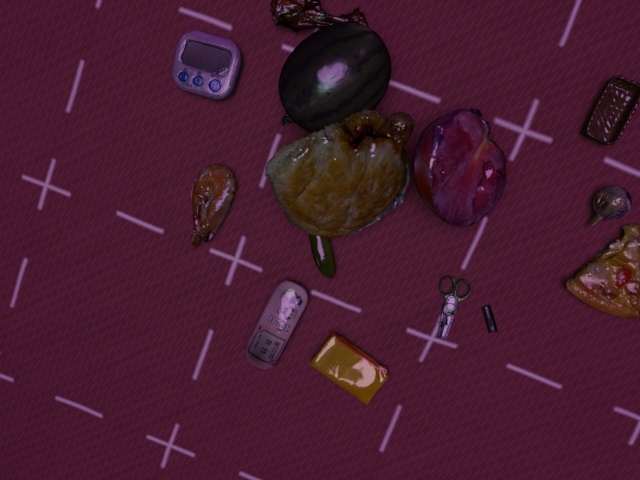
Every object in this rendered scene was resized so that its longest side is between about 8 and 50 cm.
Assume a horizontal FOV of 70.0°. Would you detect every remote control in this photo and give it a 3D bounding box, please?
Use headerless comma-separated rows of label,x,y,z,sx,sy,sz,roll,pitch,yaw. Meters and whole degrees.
remote control,0.546,0.254,1.474,0.034,0.016,0.091,-17,94,11

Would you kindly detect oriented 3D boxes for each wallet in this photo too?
wallet,0.098,0.417,1.513,0.241,0.067,0.141,37,93,-4

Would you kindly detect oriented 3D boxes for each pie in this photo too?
pie,0.052,-0.175,1.301,0.417,0.395,0.180,-20,51,-12

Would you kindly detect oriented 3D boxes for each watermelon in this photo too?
watermelon,0.031,-0.454,1.313,0.359,0.279,0.279,-34,92,12

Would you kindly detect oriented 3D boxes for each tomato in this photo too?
tomato,0.369,-0.203,1.328,0.335,0.176,0.290,40,77,-32

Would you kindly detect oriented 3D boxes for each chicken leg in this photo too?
chicken leg,-0.003,-0.681,1.397,0.304,0.093,0.113,12,115,-4

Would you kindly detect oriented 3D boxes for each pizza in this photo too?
pizza,0.906,0.084,1.394,0.279,0.075,0.288,14,97,3

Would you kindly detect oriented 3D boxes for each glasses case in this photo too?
glasses case,-0.144,0.278,1.508,0.122,0.075,0.315,28,98,5

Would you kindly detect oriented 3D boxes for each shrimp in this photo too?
shrimp,-0.373,-0.110,1.501,0.154,0.062,0.295,23,95,15

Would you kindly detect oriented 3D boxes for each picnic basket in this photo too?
picnic basket,0.862,-0.383,1.358,0.110,0.055,0.194,26,98,3

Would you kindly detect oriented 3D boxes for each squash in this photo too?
squash,0.000,0.000,1.471,0.069,0.069,0.258,-11,94,6

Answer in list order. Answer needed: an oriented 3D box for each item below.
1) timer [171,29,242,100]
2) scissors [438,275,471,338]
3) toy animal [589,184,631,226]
timer,-0.356,-0.550,1.444,0.208,0.069,0.191,18,97,4
scissors,0.418,0.219,1.476,0.101,0.027,0.205,13,95,7
toy animal,0.872,-0.097,1.374,0.098,0.098,0.137,15,114,3
